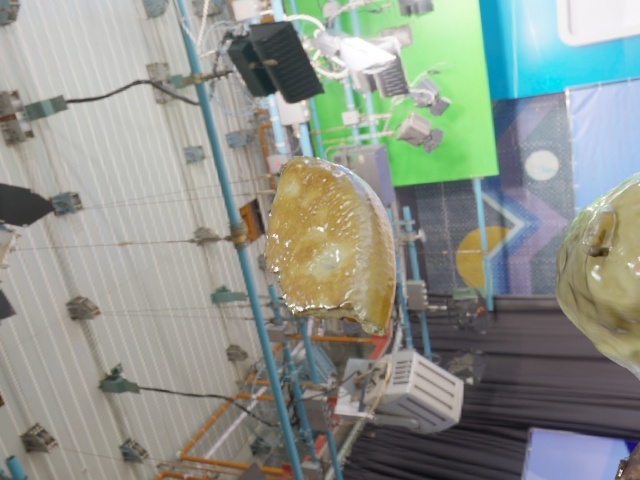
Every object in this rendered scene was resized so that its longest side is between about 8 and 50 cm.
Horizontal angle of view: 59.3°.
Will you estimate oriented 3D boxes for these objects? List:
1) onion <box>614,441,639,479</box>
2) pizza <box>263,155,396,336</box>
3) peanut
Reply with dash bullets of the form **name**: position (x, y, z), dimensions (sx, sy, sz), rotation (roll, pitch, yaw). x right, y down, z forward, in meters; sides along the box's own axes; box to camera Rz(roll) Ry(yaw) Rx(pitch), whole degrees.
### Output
- **onion**: position (0.809, 0.619, 1.128), dimensions (0.398, 0.421, 0.397), rotation (-37, -47, -53)
- **pizza**: position (0.005, -0.002, 0.555), dimensions (0.056, 0.271, 0.134), rotation (31, -79, -36)
- **peanut**: position (0.292, 0.052, 0.473), dimensions (0.291, 0.143, 0.159), rotation (41, -176, -30)
